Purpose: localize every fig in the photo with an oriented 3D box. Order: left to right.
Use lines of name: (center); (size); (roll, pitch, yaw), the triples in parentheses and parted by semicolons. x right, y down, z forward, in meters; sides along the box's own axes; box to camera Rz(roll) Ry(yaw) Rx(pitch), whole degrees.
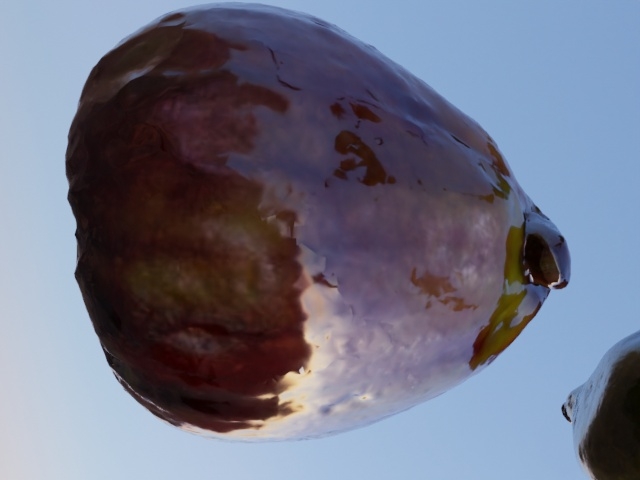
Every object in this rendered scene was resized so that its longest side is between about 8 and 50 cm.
fig: (-0.012, -0.001, 0.544); (0.224, 0.263, 0.224); (-44, -149, 36)
fig: (0.235, 0.118, 0.696); (0.185, 0.126, 0.133); (39, 57, -81)
